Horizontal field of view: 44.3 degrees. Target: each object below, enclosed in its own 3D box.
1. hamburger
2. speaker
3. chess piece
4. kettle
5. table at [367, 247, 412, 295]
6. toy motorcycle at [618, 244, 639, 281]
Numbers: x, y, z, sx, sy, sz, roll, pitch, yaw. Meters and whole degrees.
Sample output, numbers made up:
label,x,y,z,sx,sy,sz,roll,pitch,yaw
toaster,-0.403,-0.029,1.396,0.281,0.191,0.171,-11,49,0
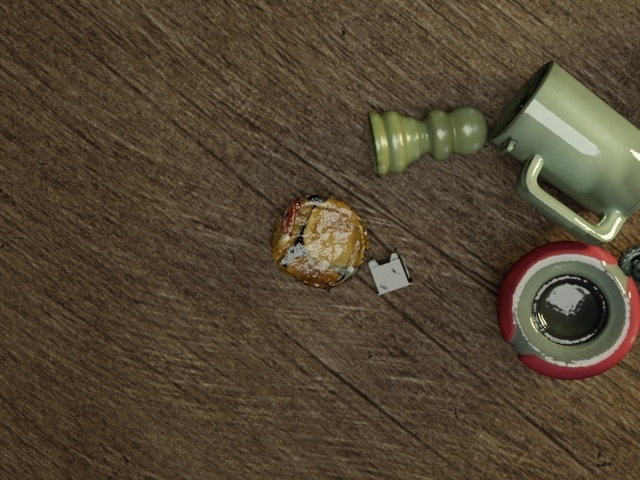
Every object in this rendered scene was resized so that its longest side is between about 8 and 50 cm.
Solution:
label,x,y,z,sx,sy,sz,roll,pitch,yaw
hamburger,0.000,0.000,1.770,0.231,0.107,0.230,0,99,1
speaker,0.518,0.141,1.668,0.295,0.294,0.294,1,101,5
chess piece,0.236,-0.224,1.700,0.252,0.144,0.144,-9,100,0
kettle,0.526,-0.182,1.614,0.318,0.265,0.205,36,127,-5
table,0.156,0.069,1.786,0.083,0.070,0.082,-19,94,9
toy motorcycle,0.778,0.078,1.707,0.270,0.106,0.159,38,106,-17
